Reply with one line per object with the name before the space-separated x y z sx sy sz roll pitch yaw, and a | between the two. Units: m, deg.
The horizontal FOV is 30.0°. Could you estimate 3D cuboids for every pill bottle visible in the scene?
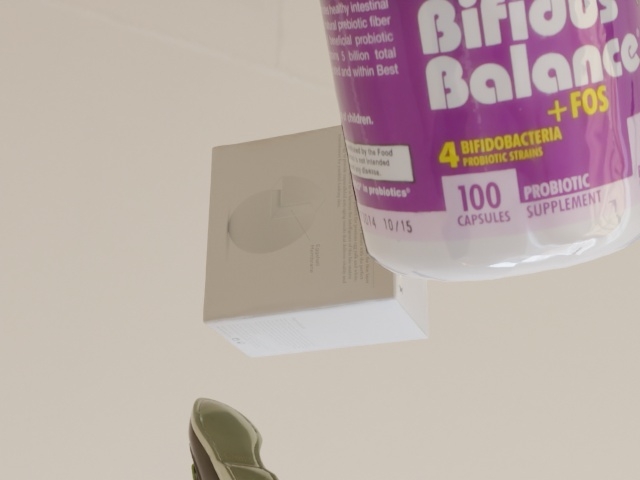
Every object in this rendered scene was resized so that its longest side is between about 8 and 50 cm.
pill bottle | 0.082 -0.143 0.635 0.169 0.169 0.301 -21 -74 -36

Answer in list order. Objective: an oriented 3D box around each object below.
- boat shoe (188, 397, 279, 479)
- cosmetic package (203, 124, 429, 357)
boat shoe | -0.098 0.238 1.230 0.081 0.068 0.228 18 -166 -22
cosmetic package | 0.000 0.000 1.366 0.138 0.225 0.224 45 -139 -58
